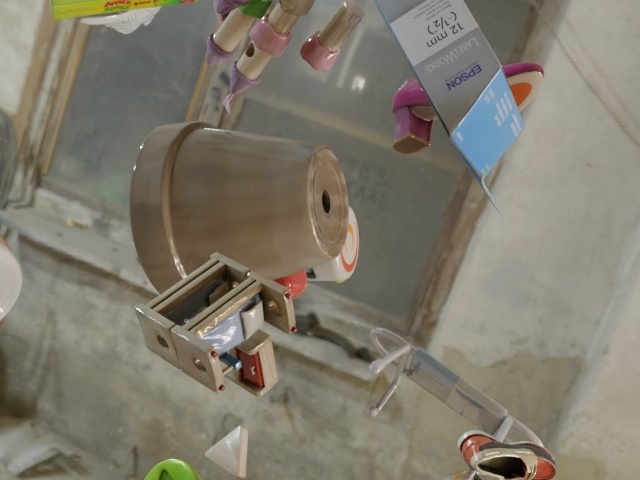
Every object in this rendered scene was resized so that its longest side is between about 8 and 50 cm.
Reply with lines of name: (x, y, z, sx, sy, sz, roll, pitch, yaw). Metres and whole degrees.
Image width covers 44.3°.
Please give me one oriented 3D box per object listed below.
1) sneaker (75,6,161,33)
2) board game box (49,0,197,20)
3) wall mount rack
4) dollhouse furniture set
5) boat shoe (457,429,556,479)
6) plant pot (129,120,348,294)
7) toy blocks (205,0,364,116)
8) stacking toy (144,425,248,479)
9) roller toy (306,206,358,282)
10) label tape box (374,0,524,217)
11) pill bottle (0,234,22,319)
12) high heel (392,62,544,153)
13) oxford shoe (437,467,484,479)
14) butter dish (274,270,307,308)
sneaker: (-0.278, -0.311, 1.087, 0.053, 0.061, 0.152, 46, 40, 12)
board game box: (-0.247, -0.335, 0.970, 0.181, 0.092, 0.043, -13, -2, -18)
wall mount rack: (0.193, 0.270, 1.264, 0.350, 0.130, 0.304, 34, -22, 17)
dollhouse furniture set: (-0.111, 0.139, 0.938, 0.129, 0.183, 0.129, 24, 46, 35)
boat shoe: (0.217, 0.251, 0.886, 0.137, 0.049, 0.043, 22, 15, -25)
plant pot: (-0.114, -0.055, 1.320, 0.280, 0.323, 0.323, -5, 1, 22)
toy blocks: (-0.147, -0.405, 1.334, 0.309, 0.260, 0.288, 4, 53, -43)
stacking toy: (-0.169, 0.504, 1.374, 0.130, 0.309, 0.279, 40, 25, -52)
roller toy: (0.000, 0.000, 1.908, 0.146, 0.209, 0.191, 0, -2, 20)
label tape box: (0.210, -0.226, 1.143, 0.347, 0.115, 0.249, 64, 14, 19)
pill bottle: (-0.479, -0.014, 0.931, 0.272, 0.152, 0.152, 44, 23, 31)
high heel: (0.277, -0.312, 1.551, 0.127, 0.181, 0.377, 25, -28, -36)
oxford shoe: (0.385, 0.585, 1.434, 0.449, 0.130, 0.169, 42, 13, 5)
butter dish: (-0.089, 0.092, 1.541, 0.160, 0.118, 0.160, -21, -9, 18)
